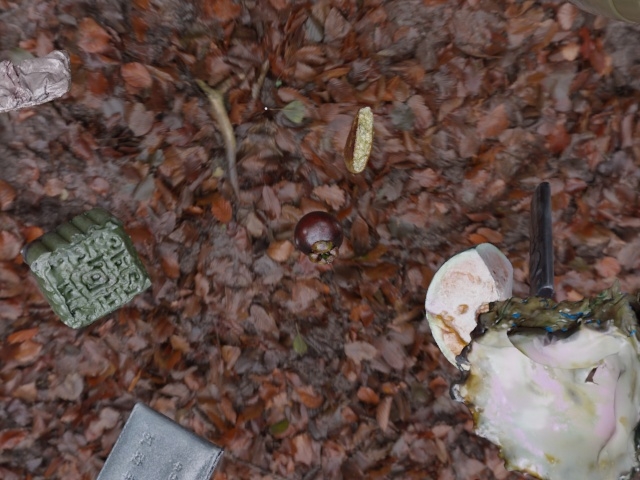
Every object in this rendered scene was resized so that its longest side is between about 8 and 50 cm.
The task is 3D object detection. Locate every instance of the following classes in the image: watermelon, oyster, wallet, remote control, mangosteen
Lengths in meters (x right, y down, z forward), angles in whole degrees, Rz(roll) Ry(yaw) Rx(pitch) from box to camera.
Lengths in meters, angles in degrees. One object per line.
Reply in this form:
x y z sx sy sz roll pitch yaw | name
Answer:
0.347 0.149 1.363 0.175 0.188 0.321 3 105 23 | watermelon
0.226 0.135 0.561 0.092 0.198 0.259 -27 147 -30 | oyster
-0.258 0.373 0.867 0.168 0.036 0.222 24 82 19 | wallet
0.545 0.009 1.451 0.044 0.377 0.107 9 136 11 | remote control
0.000 0.000 1.417 0.140 0.140 0.139 -1 103 -5 | mangosteen

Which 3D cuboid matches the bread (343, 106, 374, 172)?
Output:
0.087 -0.200 1.304 0.054 0.135 0.154 9 139 -6 | bread

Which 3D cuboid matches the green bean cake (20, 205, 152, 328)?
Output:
-0.414 0.053 1.059 0.173 0.094 0.181 -33 128 -28 | green bean cake

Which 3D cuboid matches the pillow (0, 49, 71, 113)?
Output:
-0.649 -0.329 1.238 0.249 0.049 0.135 -17 65 3 | pillow

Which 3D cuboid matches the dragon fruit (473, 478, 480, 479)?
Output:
0.226 0.386 0.722 0.210 0.172 0.172 28 99 -26 | dragon fruit

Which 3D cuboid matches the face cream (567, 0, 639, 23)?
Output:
0.335 -0.321 0.720 0.137 0.341 0.084 27 110 -16 | face cream
